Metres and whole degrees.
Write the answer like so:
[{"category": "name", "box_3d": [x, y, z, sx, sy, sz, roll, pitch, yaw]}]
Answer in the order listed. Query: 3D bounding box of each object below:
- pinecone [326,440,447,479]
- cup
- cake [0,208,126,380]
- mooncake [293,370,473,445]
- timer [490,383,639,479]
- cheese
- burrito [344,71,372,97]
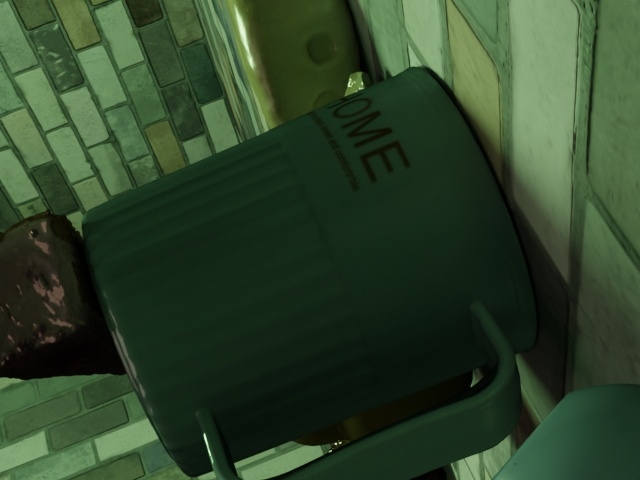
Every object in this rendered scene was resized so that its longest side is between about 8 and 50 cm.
[{"category": "pinecone", "box_3d": [0.108, 0.383, 1.823, 0.229, 0.202, 0.201, 35, 176, 44]}, {"category": "cup", "box_3d": [-0.003, 0.061, 0.925, 0.257, 0.311, 0.331, 82, 165, -71]}, {"category": "cake", "box_3d": [-0.225, 0.060, 0.949, 0.295, 0.112, 0.116, 65, -176, -79]}, {"category": "mooncake", "box_3d": [0.051, 0.121, 1.193, 0.235, 0.234, 0.117, -120, 7, -59]}, {"category": "timer", "box_3d": [0.171, 0.194, 0.534, 0.175, 0.175, 0.255, 85, 161, -73]}, {"category": "cheese", "box_3d": [-0.029, -0.209, 1.199, 0.218, 0.117, 0.235, -175, 67, -86]}, {"category": "burrito", "box_3d": [0.060, -0.071, 1.130, 0.087, 0.060, 0.226, -109, 1, -46]}]
